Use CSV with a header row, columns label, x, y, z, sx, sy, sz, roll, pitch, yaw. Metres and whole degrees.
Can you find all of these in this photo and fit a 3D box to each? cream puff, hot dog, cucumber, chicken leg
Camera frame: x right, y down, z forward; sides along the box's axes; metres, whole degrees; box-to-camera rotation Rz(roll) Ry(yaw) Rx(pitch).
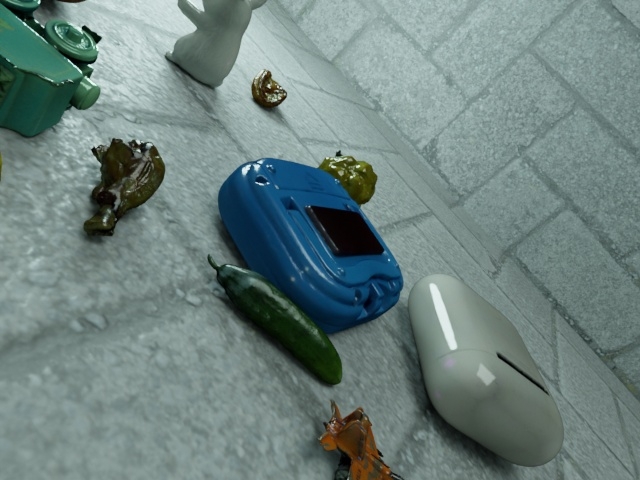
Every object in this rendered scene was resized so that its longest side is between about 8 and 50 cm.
label,x,y,z,sx,sy,sz,roll,pitch,yaw
cream puff,0.054,-0.104,1.051,0.156,0.121,0.156,-11,104,-55
hot dog,-0.141,-0.408,1.299,0.099,0.065,0.147,50,20,-16
cucumber,-0.055,0.102,0.640,0.250,0.056,0.056,43,24,-9
chicken leg,-0.249,-0.069,0.591,0.093,0.070,0.178,28,38,-23

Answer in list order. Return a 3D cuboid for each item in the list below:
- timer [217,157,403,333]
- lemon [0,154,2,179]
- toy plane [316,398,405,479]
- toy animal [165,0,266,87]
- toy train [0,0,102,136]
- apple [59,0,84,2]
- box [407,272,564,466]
label,x,y,z,sx,sy,sz,roll,pitch,yaw
timer,0.000,0.000,0.824,0.340,0.115,0.308,0,53,-59
lemon,-0.320,-0.064,0.322,0.193,0.180,0.181,23,16,22
toy plane,0.063,0.276,0.566,0.188,0.062,0.135,57,22,-11
toy animal,-0.222,-0.488,1.054,0.138,0.282,0.140,31,21,4
toy train,-0.375,-0.228,0.574,0.203,0.112,0.163,38,32,-12
apple,-0.440,-0.501,0.806,0.174,0.188,0.188,37,23,-45
box,0.301,0.230,0.915,0.289,0.141,0.348,38,25,-21
